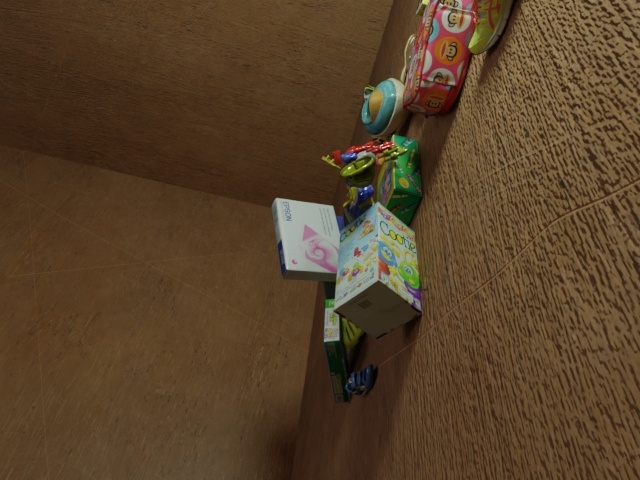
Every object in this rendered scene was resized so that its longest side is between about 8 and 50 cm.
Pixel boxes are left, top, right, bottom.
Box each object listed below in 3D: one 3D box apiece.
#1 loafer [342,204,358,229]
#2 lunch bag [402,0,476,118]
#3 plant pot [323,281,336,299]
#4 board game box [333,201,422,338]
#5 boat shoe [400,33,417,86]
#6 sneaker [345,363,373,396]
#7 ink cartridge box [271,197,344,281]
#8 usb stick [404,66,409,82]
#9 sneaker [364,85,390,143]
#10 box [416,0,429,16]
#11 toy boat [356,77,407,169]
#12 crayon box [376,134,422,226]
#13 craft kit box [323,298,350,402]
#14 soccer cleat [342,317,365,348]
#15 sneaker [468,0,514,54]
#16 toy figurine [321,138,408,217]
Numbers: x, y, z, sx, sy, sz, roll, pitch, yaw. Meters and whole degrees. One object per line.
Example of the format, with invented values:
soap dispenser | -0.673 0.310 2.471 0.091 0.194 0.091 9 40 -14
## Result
loafer | 0.137 -0.032 1.751 0.366 0.134 0.130 -85 9 -64
lunch bag | 0.288 -0.465 1.182 0.258 0.120 0.293 -97 20 -80
plant pot | 0.082 0.118 1.913 0.165 0.166 0.234 -96 10 -77
board game box | 0.136 0.066 1.117 0.144 0.142 0.275 -39 27 33
boat shoe | 0.327 -0.623 1.623 0.060 0.064 0.177 17 99 49
sneaker | 0.112 0.392 1.309 0.053 0.059 0.144 -78 5 -46
ink cartridge box | 0.000 0.000 1.715 0.071 0.330 0.324 120 146 -46
usb stick | 0.305 -0.487 1.477 0.278 0.045 0.077 -88 7 -57
sneaker | 0.235 -0.533 1.947 0.384 0.145 0.147 -81 7 -55
box | 0.388 -0.896 1.602 0.087 0.058 0.232 178 106 -86
toy boat | 0.204 -0.399 1.621 0.267 0.148 0.318 159 116 -76
crayon box | 0.224 -0.161 1.362 0.278 0.081 0.165 -82 6 -46
craft kit box | 0.056 0.366 1.579 0.246 0.061 0.249 -93 -6 -66
soccer cleat | 0.103 0.214 1.525 0.093 0.121 0.289 -93 15 -73
sneaker | 0.323 -0.468 0.905 0.081 0.094 0.208 -85 7 -51
toy figurine | 0.140 -0.142 1.297 0.362 0.191 0.217 -120 12 -72
